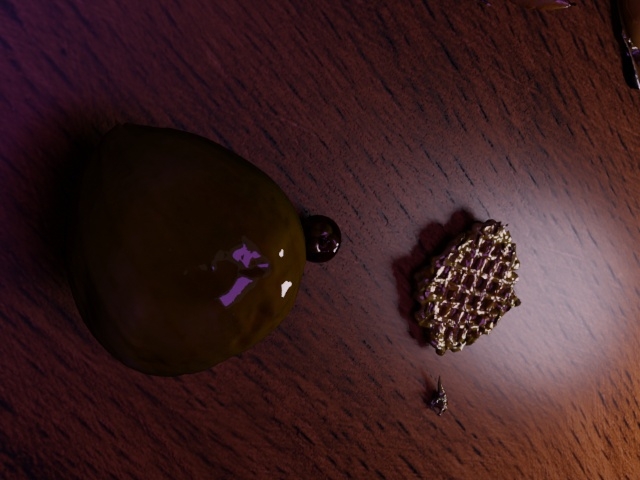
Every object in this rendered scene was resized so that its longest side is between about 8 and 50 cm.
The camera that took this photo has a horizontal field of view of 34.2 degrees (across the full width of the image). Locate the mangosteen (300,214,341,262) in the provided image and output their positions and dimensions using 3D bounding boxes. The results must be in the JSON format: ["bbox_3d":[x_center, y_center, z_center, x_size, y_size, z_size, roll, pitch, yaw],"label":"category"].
[{"bbox_3d":[-0.002,-0.001,1.690,0.081,0.081,0.081,-14,115,-32],"label":"mangosteen"}]

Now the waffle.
[{"bbox_3d":[0.279,0.089,1.953,0.254,0.052,0.245,-36,127,-19],"label":"waffle"}]

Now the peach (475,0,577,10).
[{"bbox_3d":[0.305,-0.515,1.566,0.417,0.339,0.353,-28,89,-22],"label":"peach"}]

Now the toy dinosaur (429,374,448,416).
[{"bbox_3d":[0.229,0.304,2.012,0.041,0.026,0.113,-43,137,-24],"label":"toy dinosaur"}]

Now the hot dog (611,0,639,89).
[{"bbox_3d":[0.659,-0.455,1.988,0.194,0.107,0.326,-41,127,-18],"label":"hot dog"}]

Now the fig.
[{"bbox_3d":[-0.195,0.006,1.406,0.343,0.343,0.343,-14,115,-32],"label":"fig"}]
